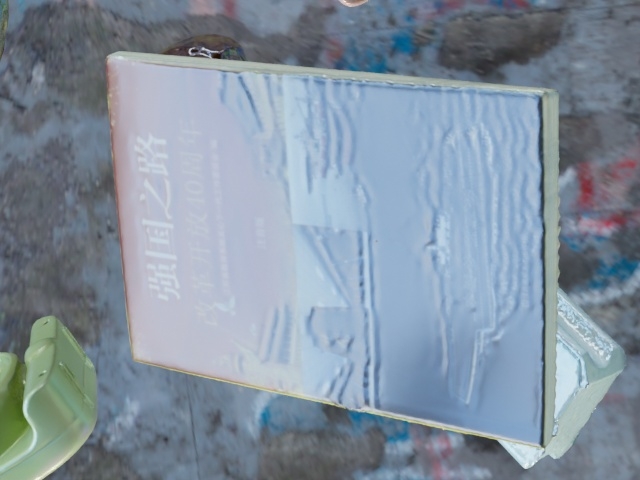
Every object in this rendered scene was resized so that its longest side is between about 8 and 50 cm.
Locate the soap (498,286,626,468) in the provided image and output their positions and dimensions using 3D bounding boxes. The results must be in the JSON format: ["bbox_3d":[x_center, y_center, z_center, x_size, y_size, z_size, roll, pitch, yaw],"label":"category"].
[{"bbox_3d":[0.187,0.100,1.508,0.094,0.261,0.150,-9,135,-42],"label":"soap"}]

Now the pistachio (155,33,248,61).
[{"bbox_3d":[-0.119,-0.106,1.422,0.165,0.130,0.210,13,75,-21],"label":"pistachio"}]

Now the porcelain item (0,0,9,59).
[{"bbox_3d":[-0.224,-0.091,0.543,0.216,0.069,0.081,-1,97,26],"label":"porcelain item"}]

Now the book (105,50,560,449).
[{"bbox_3d":[0.000,0.000,1.075,0.374,0.028,0.262,8,113,30],"label":"book"}]

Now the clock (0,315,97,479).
[{"bbox_3d":[-0.381,0.215,1.516,0.308,0.235,0.096,-33,110,1],"label":"clock"}]

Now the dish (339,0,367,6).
[{"bbox_3d":[0.047,-0.231,0.725,0.151,0.077,0.212,-24,150,-1],"label":"dish"}]
